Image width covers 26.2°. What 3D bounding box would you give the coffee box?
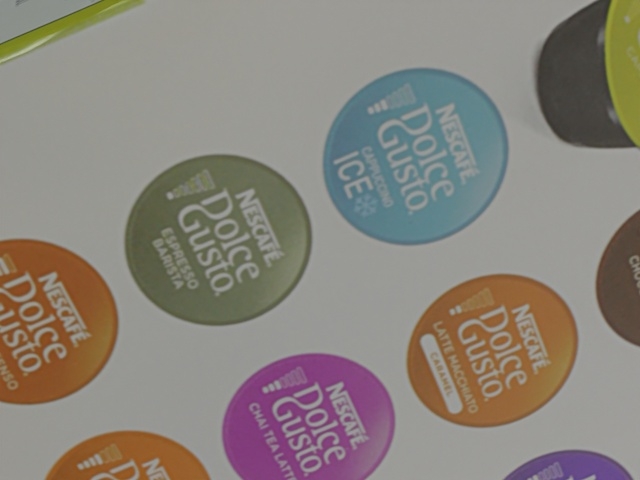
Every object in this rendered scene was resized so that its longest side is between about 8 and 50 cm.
[{"bbox_3d":[0.000,0.000,0.558,0.334,0.338,0.338,-23,-63,3],"label":"coffee box"}]
